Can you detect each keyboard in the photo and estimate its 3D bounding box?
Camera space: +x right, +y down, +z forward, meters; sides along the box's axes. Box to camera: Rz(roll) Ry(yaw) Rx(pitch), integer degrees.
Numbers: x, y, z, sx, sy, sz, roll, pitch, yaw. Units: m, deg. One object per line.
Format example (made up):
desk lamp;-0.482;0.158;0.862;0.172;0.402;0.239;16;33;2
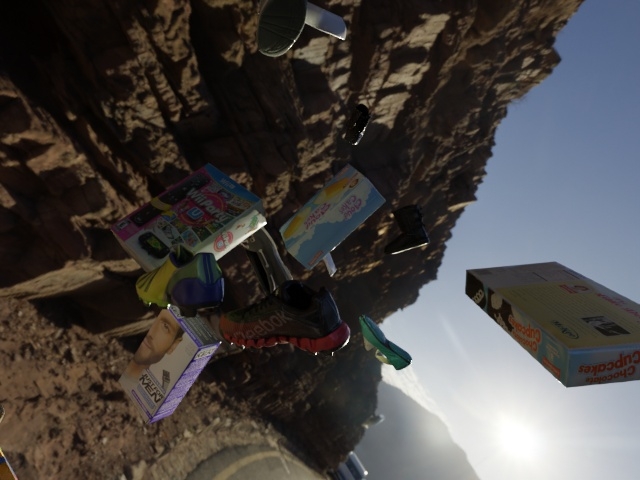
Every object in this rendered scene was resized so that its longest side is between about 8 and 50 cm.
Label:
keyboard;0.000;0.000;1.507;0.072;0.014;0.256;-51;121;-73

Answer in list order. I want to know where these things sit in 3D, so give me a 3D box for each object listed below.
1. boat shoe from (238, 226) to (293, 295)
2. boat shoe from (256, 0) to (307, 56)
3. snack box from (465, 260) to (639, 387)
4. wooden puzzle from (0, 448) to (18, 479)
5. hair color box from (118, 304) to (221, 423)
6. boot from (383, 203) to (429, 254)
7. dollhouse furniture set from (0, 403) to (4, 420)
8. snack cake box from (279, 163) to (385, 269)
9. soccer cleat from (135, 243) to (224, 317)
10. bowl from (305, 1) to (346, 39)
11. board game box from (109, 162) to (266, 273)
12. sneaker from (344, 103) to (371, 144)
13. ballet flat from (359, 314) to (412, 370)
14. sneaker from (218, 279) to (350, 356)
boat shoe;-0.188;0.043;1.299;0.112;0.095;0.335;25;-30;46
boat shoe;-0.090;-0.637;1.101;0.103;0.118;0.321;-103;-153;-42
snack box;0.390;0.116;0.700;0.322;0.186;0.060;-106;-168;-74
wooden puzzle;-0.700;0.540;0.935;0.347;0.080;0.323;26;-52;39
hair color box;-0.476;0.379;1.340;0.185;0.339;0.110;42;17;22
boot;0.196;-0.027;1.027;0.045;0.121;0.099;-35;105;-72
dollhouse furniture set;-1.122;0.485;1.301;0.242;0.161;0.212;48;26;15
snack cake box;0.023;-0.065;1.117;0.089;0.264;0.152;45;6;-24
soccer cleat;-0.258;0.066;0.782;0.289;0.093;0.121;-1;-90;50
bowl;-0.001;-0.627;1.212;0.142;0.141;0.053;42;-59;29
board game box;-0.324;-0.040;1.074;0.224;0.303;0.098;34;-31;28
sneaker;0.095;-0.292;1.044;0.170;0.051;0.089;-76;-171;-57
ballet flat;0.206;0.366;1.489;0.247;0.087;0.083;43;16;-5
sneaker;-0.083;0.137;0.811;0.275;0.097;0.135;-4;-69;27
